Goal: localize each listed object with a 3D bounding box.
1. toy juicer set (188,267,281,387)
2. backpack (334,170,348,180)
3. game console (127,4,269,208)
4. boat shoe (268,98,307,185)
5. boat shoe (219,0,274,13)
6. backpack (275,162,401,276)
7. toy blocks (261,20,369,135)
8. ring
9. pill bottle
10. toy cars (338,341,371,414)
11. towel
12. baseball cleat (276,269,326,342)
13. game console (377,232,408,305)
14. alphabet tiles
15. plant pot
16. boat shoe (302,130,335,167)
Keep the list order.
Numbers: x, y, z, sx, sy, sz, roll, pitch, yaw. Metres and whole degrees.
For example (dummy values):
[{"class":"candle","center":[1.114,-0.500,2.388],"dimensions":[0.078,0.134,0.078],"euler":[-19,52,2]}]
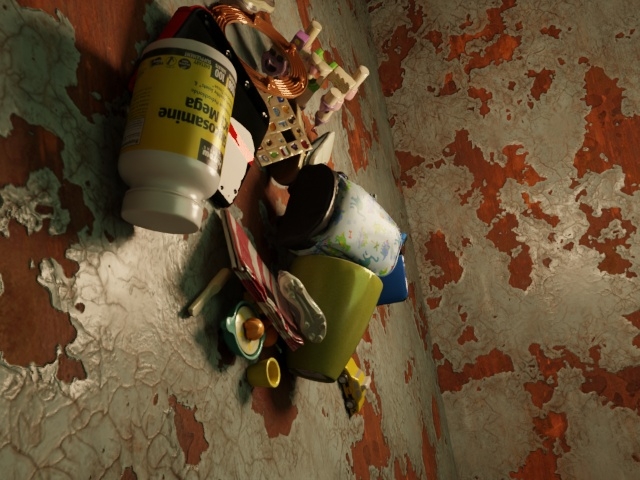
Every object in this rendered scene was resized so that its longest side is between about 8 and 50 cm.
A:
[{"class":"toy juicer set","center":[-0.168,0.177,1.303],"dimensions":[0.209,0.089,0.329],"euler":[-81,151,-45]},{"class":"backpack","center":[0.020,-0.145,1.919],"dimensions":[0.117,0.158,0.173],"euler":[-99,-176,-72]},{"class":"game console","center":[-0.266,-0.318,1.336],"dimensions":[0.386,0.060,0.342],"euler":[56,44,-43]},{"class":"boat shoe","center":[-0.088,-0.292,1.765],"dimensions":[0.123,0.123,0.342],"euler":[52,26,-48]},{"class":"boat shoe","center":[-0.193,-0.738,1.625],"dimensions":[0.355,0.132,0.130],"euler":[-83,-171,-66]},{"class":"backpack","center":[0.071,-0.019,1.652],"dimensions":[0.355,0.273,0.290],"euler":[54,46,-46]},{"class":"toy blocks","center":[-0.054,-0.518,1.886],"dimensions":[0.288,0.260,0.309],"euler":[42,45,-6]},{"class":"ring","center":[-0.168,-0.541,1.582],"dimensions":[0.336,0.032,0.336],"euler":[26,42,-26]},{"class":"pill bottle","center":[-0.272,-0.190,1.062],"dimensions":[0.188,0.188,0.334],"euler":[36,56,-61]},{"class":"toy cars","center":[0.123,0.397,1.955],"dimensions":[0.176,0.087,0.393],"euler":[49,34,-53]},{"class":"towel","center":[-0.142,0.094,1.376],"dimensions":[0.329,0.037,0.237],"euler":[61,3,-41]},{"class":"baseball cleat","center":[-0.047,0.160,1.417],"dimensions":[0.206,0.072,0.109],"euler":[67,-10,-24]},{"class":"game console","center":[0.159,0.107,1.927],"dimensions":[0.250,0.293,0.173],"euler":[-44,121,-67]},{"class":"alphabet tiles","center":[-0.149,-0.342,1.613],"dimensions":[0.198,0.009,0.237],"euler":[-27,88,-38]},{"class":"plant pot","center":[0.008,0.231,1.554],"dimensions":[0.275,0.275,0.293],"euler":[50,49,-52]},{"class":"boat shoe","center":[-0.023,-0.318,1.960],"dimensions":[0.319,0.099,0.116],"euler":[-60,162,-60]}]
